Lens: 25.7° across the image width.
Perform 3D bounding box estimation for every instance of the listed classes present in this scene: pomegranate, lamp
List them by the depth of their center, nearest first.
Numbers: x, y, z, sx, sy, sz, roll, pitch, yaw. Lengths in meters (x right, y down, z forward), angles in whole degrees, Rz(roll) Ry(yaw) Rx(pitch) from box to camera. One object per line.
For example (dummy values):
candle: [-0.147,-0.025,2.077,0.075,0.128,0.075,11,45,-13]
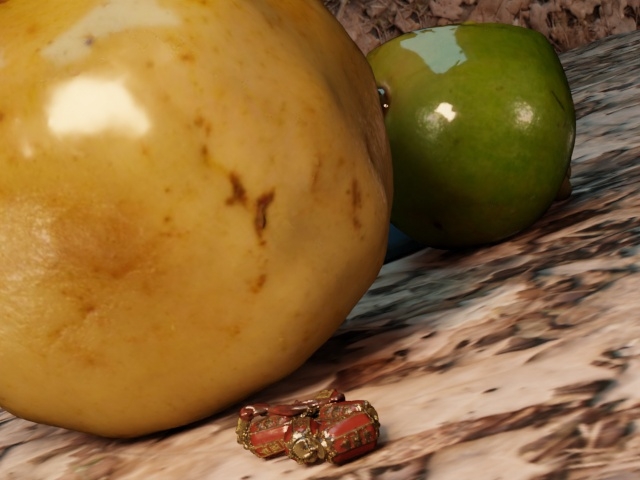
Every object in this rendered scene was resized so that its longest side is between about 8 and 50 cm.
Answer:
lamp: [-0.002,0.097,0.722,0.063,0.031,0.083,-22,13,-21]
pomegranate: [-0.110,-0.030,0.888,0.333,0.332,0.332,-18,8,2]
pomegranate: [0.122,-0.065,1.180,0.190,0.159,0.241,-9,-20,4]

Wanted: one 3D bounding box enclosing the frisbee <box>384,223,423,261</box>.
frisbee: [-0.001,-0.005,1.355,0.289,0.049,0.289,-18,8,3]
